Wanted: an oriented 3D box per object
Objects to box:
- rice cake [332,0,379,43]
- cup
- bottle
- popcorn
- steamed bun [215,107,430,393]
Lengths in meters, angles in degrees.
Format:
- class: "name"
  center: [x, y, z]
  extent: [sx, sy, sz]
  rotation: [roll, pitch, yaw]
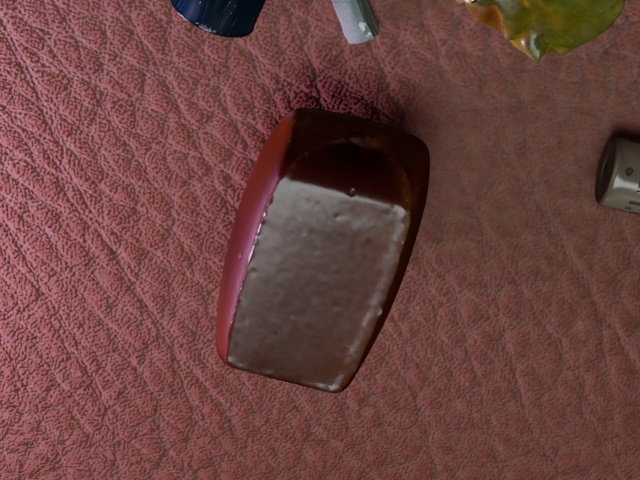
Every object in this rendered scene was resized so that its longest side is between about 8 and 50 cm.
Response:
- class: "rice cake"
  center: [0.020, -0.357, 1.978]
  extent: [0.045, 0.042, 0.245]
  rotation: [-3, 127, 23]
- class: "cup"
  center: [-0.125, -0.346, 1.958]
  extent: [0.150, 0.113, 0.138]
  rotation: [21, 123, -12]
- class: "bottle"
  center: [0.480, -0.077, 2.106]
  extent: [0.209, 0.097, 0.110]
  rotation: [12, 83, -4]
- class: "popcorn"
  center: [0.254, -0.329, 1.865]
  extent: [0.249, 0.225, 0.249]
  rotation: [1, 131, 1]
- class: "steamed bun"
  center: [0.000, 0.000, 2.114]
  extent: [0.235, 0.248, 0.379]
  rotation: [14, 116, -7]
